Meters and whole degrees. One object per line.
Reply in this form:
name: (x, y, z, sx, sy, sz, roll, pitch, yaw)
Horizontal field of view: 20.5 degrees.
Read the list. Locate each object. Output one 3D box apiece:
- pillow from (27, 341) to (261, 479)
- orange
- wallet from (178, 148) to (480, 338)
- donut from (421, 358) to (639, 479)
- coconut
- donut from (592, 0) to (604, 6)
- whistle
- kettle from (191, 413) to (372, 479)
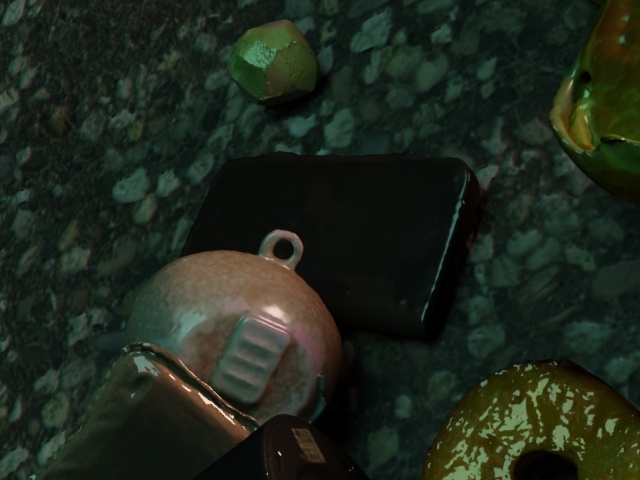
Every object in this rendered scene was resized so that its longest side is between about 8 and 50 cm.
pillow: (-0.147, 0.183, 1.373, 0.211, 0.135, 0.034, -51, 5, 21)
orange: (0.327, -0.117, 1.270, 0.335, 0.196, 0.262, 6, 49, 37)
wallet: (0.000, 0.000, 1.558, 0.309, 0.042, 0.165, 2, 63, 41)
donut: (0.169, 0.180, 1.262, 0.190, 0.074, 0.174, 16, 69, 40)
coconut: (-0.047, -0.170, 1.699, 0.082, 0.083, 0.081, -10, 39, -21)
donut: (0.316, -0.353, 1.485, 0.330, 0.160, 0.330, -15, 56, 23)
whistle: (-0.101, 0.146, 1.455, 0.189, 0.189, 0.348, 32, 97, 47)
kettle: (-0.073, 0.318, 1.301, 0.308, 0.262, 0.203, -37, 8, 16)
